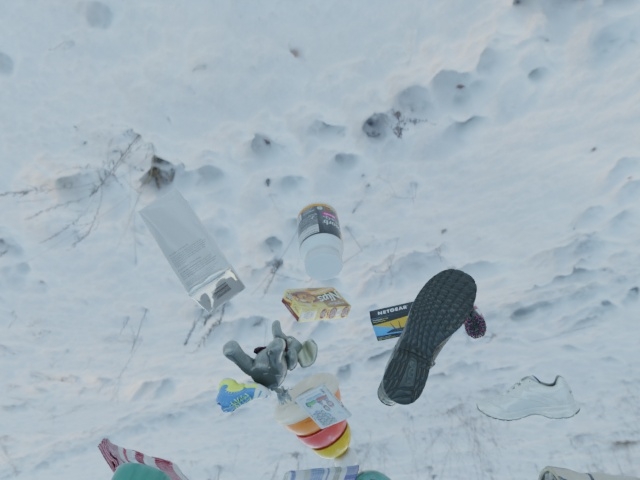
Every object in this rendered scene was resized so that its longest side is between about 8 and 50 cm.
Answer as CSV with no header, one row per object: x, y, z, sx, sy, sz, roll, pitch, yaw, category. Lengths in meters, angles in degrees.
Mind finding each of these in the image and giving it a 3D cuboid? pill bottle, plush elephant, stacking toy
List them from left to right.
-0.168,0.450,1.718,0.272,0.255,0.330,-16,115,28,plush elephant
0.000,0.000,1.553,0.162,0.278,0.162,-4,133,-4,pill bottle
0.026,0.920,2.056,0.350,0.350,0.480,-26,96,27,stacking toy

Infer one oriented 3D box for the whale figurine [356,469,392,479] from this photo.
0.157,0.912,1.417,0.216,0.272,0.141,29,162,3,whale figurine

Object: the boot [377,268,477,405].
0.167,0.167,0.735,0.083,0.246,0.161,32,166,12,boot

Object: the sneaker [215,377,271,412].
-0.300,0.602,1.624,0.240,0.126,0.091,-4,137,33,sneaker

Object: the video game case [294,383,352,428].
0.007,0.563,1.447,0.143,0.019,0.157,48,127,-3,video game case

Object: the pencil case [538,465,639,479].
0.665,0.563,0.883,0.410,0.160,0.183,0,148,6,pencil case

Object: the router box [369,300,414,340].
0.283,0.302,1.598,0.179,0.046,0.133,-15,126,9,router box

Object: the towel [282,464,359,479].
-0.020,0.775,1.283,0.285,0.209,0.034,17,-177,-36,towel

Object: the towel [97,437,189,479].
-0.581,0.780,1.463,0.237,0.037,0.329,2,147,50,towel

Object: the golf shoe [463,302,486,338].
0.466,0.223,1.340,0.067,0.086,0.186,-23,111,17,golf shoe

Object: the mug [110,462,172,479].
-0.406,0.565,0.928,0.129,0.097,0.158,32,125,-16,mug

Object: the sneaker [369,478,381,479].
0.173,0.780,1.251,0.058,0.152,0.084,-5,168,-30,sneaker

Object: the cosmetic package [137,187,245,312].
-0.416,0.031,1.399,0.155,0.365,0.197,-36,155,-11,cosmetic package

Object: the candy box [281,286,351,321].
-0.019,0.328,2.225,0.316,0.183,0.087,3,117,-36,candy box

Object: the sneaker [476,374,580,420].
0.648,0.499,1.368,0.297,0.129,0.111,-15,170,23,sneaker
